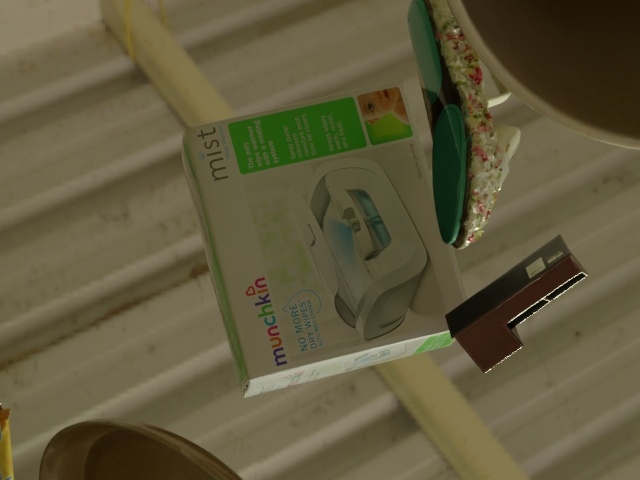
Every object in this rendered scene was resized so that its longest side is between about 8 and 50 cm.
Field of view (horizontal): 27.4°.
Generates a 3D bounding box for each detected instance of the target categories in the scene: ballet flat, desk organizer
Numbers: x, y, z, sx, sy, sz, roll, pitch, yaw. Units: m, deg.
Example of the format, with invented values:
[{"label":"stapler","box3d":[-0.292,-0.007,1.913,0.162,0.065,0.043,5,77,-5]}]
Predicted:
[{"label":"ballet flat","box3d":[0.129,-0.111,1.117,0.077,0.091,0.241,-2,-107,-15]},{"label":"desk organizer","box3d":[0.181,0.058,1.185,0.130,0.050,0.047,-37,-160,12]}]

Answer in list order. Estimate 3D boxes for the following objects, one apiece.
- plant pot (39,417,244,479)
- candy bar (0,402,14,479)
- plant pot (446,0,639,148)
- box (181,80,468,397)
[{"label":"plant pot","box3d":[-0.091,0.211,0.879,0.236,0.236,0.032,35,-135,15]},{"label":"candy bar","box3d":[-0.232,0.187,0.927,0.040,0.162,0.018,-3,-160,-10]},{"label":"plant pot","box3d":[0.154,-0.218,0.639,0.256,0.257,0.274,-1,-149,-6]},{"label":"box","box3d":[0.000,0.000,1.323,0.231,0.127,0.262,-12,-103,-10]}]
